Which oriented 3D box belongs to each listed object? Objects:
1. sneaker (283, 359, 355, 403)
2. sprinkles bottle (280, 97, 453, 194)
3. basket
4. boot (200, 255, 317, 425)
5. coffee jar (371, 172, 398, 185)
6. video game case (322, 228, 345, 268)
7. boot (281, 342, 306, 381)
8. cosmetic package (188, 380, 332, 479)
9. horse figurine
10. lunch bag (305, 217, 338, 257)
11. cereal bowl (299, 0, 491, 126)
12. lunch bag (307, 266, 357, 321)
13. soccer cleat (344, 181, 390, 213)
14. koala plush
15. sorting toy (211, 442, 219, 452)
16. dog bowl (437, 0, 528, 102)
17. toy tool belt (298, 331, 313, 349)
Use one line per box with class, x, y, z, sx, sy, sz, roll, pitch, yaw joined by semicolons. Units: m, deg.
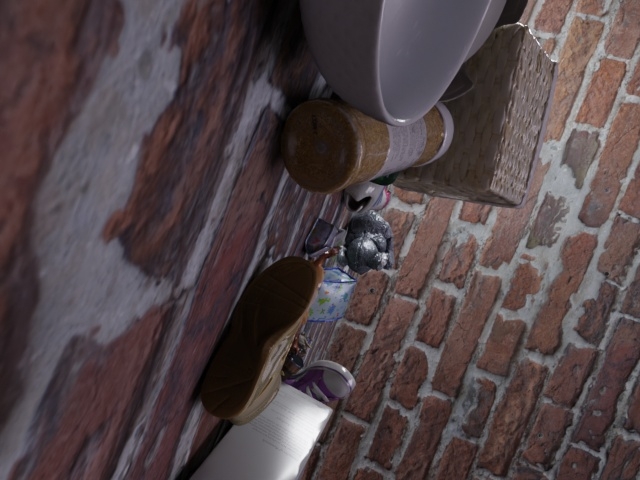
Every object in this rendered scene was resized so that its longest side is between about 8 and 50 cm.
sneaker;-0.049;0.371;1.134;0.282;0.102;0.161;-28;-167;42
sprinkles bottle;0.089;-0.155;0.748;0.355;0.121;0.121;-25;137;-55
basket;0.283;-0.256;1.064;0.267;0.329;0.331;1;102;-55
boot;-0.086;0.167;0.798;0.203;0.095;0.261;91;23;-65
coffee jar;0.080;-0.162;0.926;0.184;0.079;0.096;5;106;-54
video game case;0.017;0.074;1.456;0.193;0.023;0.212;-27;137;-77
boot;-0.097;0.281;1.167;0.106;0.082;0.219;-44;-178;2
cosmetic package;-0.130;0.449;0.903;0.217;0.156;0.385;-69;170;21
horse figurine;-0.030;0.122;1.147;0.174;0.066;0.263;70;43;-85
lunch bag;0.000;0.000;1.089;0.083;0.053;0.071;-60;169;-3
cereal bowl;0.081;-0.297;0.500;0.339;0.141;0.338;-51;156;-33
lunch bag;0.003;0.144;1.315;0.151;0.096;0.128;-4;118;-48
soccer cleat;0.117;-0.129;1.388;0.143;0.116;0.331;-52;167;-6
koala plush;0.140;0.029;1.630;0.221;0.196;0.203;-55;152;-57
sorting toy;-0.201;0.415;0.941;0.083;0.012;0.062;96;18;-61
dog bowl;0.197;-0.397;0.764;0.349;0.102;0.348;-28;136;-31
toy tool belt;-0.045;0.316;1.546;0.083;0.051;0.052;-4;114;-81
